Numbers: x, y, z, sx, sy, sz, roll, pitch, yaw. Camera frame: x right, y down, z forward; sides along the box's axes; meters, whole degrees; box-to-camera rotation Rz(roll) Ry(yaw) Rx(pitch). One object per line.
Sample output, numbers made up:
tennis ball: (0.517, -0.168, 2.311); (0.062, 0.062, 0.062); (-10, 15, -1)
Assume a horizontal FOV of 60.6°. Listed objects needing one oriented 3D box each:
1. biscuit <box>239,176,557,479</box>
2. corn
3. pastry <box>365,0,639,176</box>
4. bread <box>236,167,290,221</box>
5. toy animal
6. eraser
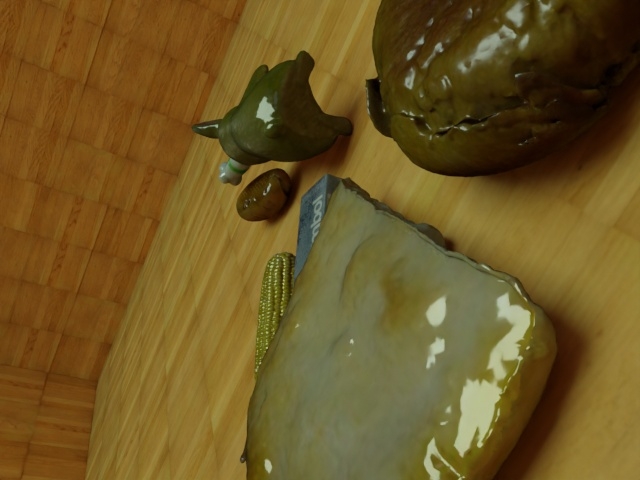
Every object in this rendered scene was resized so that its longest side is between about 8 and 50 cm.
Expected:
biscuit: (0.046, 0.162, 0.613); (0.429, 0.104, 0.445); (28, 96, 62)
corn: (-0.063, 0.135, 0.894); (0.081, 0.081, 0.248); (-43, 37, 47)
pastry: (0.178, -0.226, 0.546); (0.356, 0.164, 0.355); (-50, 29, 41)
bread: (-0.118, -0.095, 1.185); (0.189, 0.077, 0.114); (-14, 41, 55)
toy animal: (-0.110, -0.222, 1.055); (0.180, 0.181, 0.363); (-46, 23, -21)
eraser: (0.000, 0.000, 0.897); (0.092, 0.046, 0.212); (-39, 39, 50)
